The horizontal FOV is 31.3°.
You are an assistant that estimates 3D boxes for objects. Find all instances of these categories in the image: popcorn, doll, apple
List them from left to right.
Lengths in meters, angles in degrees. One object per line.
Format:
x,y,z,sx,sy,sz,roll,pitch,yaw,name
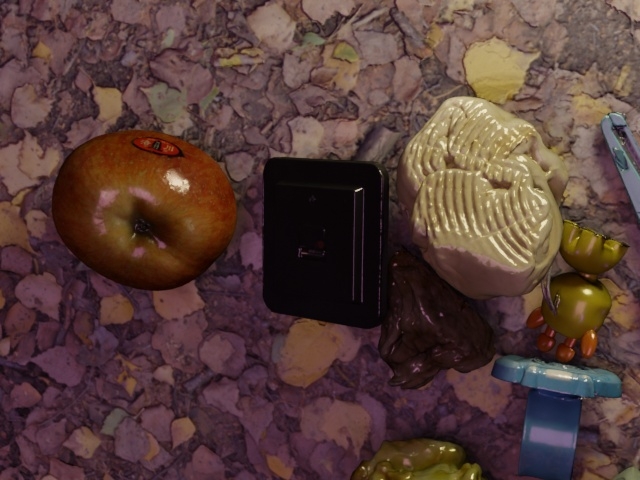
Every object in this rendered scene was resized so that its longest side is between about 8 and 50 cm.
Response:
-0.306,-0.049,1.948,0.309,0.250,0.278,2,97,13,apple
0.177,0.464,1.892,0.237,0.293,0.293,14,103,51,popcorn
0.411,0.086,1.833,0.143,0.135,0.221,32,106,46,doll

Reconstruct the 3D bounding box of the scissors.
0.549,-0.029,1.828,0.180,0.032,0.393,-26,90,16,scissors

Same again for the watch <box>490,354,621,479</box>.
0.370,0.291,1.837,0.211,0.211,0.193,7,94,14,watch

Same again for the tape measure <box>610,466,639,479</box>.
0.457,0.493,1.835,0.115,0.207,0.235,43,103,4,tape measure

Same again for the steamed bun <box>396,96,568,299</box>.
0.260,-0.049,1.818,0.289,0.203,0.276,37,79,18,steamed bun

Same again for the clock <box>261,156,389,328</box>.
0.000,0.000,1.911,0.278,0.049,0.273,6,98,43,clock

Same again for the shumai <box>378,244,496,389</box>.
0.160,0.156,1.869,0.185,0.218,0.184,-48,39,0,shumai
